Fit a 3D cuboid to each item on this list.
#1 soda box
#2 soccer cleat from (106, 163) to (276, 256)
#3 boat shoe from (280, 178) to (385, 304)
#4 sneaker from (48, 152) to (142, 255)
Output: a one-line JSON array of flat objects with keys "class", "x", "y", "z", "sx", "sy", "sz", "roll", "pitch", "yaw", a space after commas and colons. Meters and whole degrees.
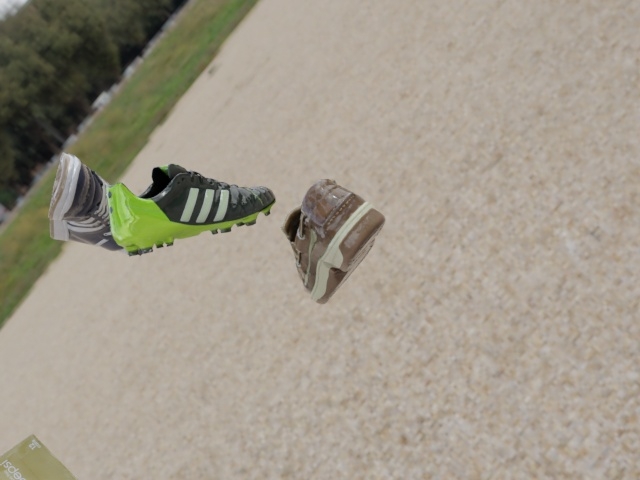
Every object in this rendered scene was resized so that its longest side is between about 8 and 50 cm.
[{"class": "soda box", "x": -0.263, "y": 0.247, "z": 0.903, "sx": 0.058, "sy": 0.061, "sz": 0.181, "roll": -36, "pitch": -18, "yaw": -42}, {"class": "soccer cleat", "x": -0.112, "y": -0.038, "z": 0.941, "sx": 0.178, "sy": 0.072, "sz": 0.060, "roll": -16, "pitch": 5, "yaw": -43}, {"class": "boat shoe", "x": 0.005, "y": -0.006, "z": 1.158, "sx": 0.095, "sy": 0.095, "sz": 0.257, "roll": -48, "pitch": -5, "yaw": -20}, {"class": "sneaker", "x": -0.324, "y": -0.050, "z": 1.562, "sx": 0.282, "sy": 0.153, "sz": 0.099, "roll": 137, "pitch": 145, "yaw": -71}]
